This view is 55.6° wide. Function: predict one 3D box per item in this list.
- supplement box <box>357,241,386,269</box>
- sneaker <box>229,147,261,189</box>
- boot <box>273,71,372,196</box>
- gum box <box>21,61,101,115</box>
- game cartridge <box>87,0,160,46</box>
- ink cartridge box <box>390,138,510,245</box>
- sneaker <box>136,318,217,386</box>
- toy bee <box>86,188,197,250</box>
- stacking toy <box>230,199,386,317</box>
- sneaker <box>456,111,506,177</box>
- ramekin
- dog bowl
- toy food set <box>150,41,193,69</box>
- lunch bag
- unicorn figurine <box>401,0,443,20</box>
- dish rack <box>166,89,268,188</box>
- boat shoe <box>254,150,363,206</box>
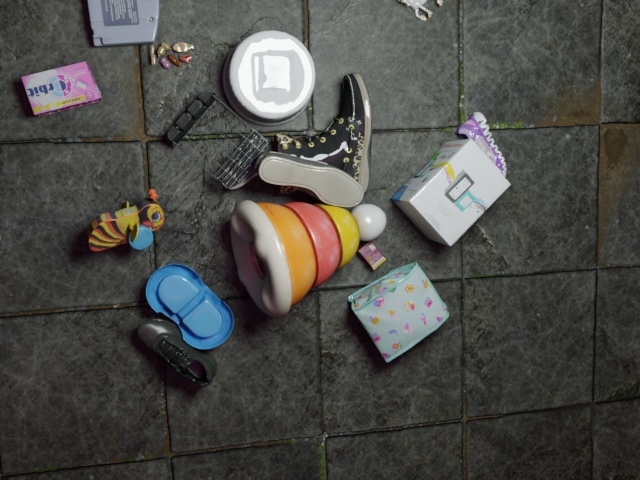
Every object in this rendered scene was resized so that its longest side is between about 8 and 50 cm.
[{"bbox_3d":[0.161,0.045,1.954,0.055,0.043,0.083,-40,103,-3],"label":"supplement box"},{"bbox_3d":[-0.230,-0.223,1.836,0.152,0.058,0.084,-34,108,-9],"label":"sneaker"},{"bbox_3d":[0.004,-0.309,1.830,0.285,0.138,0.377,-4,108,-10],"label":"boot"},{"bbox_3d":[-0.724,-0.429,1.714,0.189,0.062,0.107,-17,100,-8],"label":"gum box"},{"bbox_3d":[-0.559,-0.705,1.716,0.198,0.062,0.297,-7,99,-14],"label":"game cartridge"},{"bbox_3d":[0.401,-0.153,1.895,0.270,0.198,0.197,-45,102,-3],"label":"ink cartridge box"},{"bbox_3d":[-0.431,0.339,1.838,0.286,0.130,0.109,36,92,-12],"label":"sneaker"},{"bbox_3d":[-0.522,-0.069,1.751,0.298,0.195,0.162,-21,127,-43],"label":"toy bee"},{"bbox_3d":[0.000,0.000,1.818,0.480,0.351,0.350,-18,101,-24],"label":"stacking toy"},{"bbox_3d":[0.514,-0.290,1.959,0.105,0.095,0.236,-28,97,1],"label":"sneaker"},{"bbox_3d":[-0.146,-0.479,1.781,0.278,0.135,0.277,-1,97,-10],"label":"ramekin"},{"bbox_3d":[-0.396,0.195,1.854,0.166,0.074,0.297,-43,103,-3],"label":"dog bowl"},{"bbox_3d":[-0.433,-0.541,1.779,0.122,0.019,0.077,-3,98,-18],"label":"toy food set"},{"bbox_3d":[0.254,0.218,1.938,0.262,0.160,0.223,-33,101,1],"label":"lunch bag"},{"bbox_3d":[0.312,-0.742,1.878,0.111,0.060,0.162,45,72,-12],"label":"unicorn figurine"},{"bbox_3d":[-0.298,-0.293,1.784,0.271,0.074,0.208,41,90,-2],"label":"dish rack"},{"bbox_3d":[-0.030,-0.188,1.755,0.335,0.095,0.112,15,114,-24],"label":"boat shoe"}]
